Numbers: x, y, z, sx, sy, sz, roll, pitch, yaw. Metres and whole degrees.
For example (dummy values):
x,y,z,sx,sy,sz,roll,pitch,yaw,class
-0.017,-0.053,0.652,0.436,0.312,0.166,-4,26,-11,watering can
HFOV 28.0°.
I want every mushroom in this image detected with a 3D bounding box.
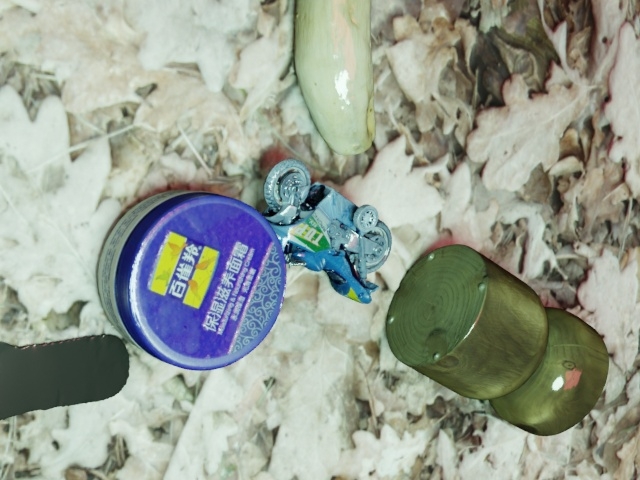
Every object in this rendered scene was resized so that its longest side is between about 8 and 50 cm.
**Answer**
x,y,z,sx,sy,sz,roll,pitch,yaw,class
0.027,-0.281,1.593,0.123,0.095,0.351,-11,105,-51,mushroom

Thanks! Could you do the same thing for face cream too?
x,y,z,sx,sy,sz,roll,pitch,yaw,class
-0.152,0.044,1.498,0.206,0.111,0.205,-5,98,-33,face cream

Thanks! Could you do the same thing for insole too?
x,y,z,sx,sy,sz,roll,pitch,yaw,class
-0.360,0.156,1.433,0.322,0.007,0.109,-5,101,-34,insole

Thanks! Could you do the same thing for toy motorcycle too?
x,y,z,sx,sy,sz,roll,pitch,yaw,class
0.000,0.000,1.612,0.254,0.092,0.135,33,85,-44,toy motorcycle

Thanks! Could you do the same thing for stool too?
x,y,z,sx,sy,sz,roll,pitch,yaw,class
0.241,0.138,1.740,0.264,0.179,0.179,30,79,-33,stool
